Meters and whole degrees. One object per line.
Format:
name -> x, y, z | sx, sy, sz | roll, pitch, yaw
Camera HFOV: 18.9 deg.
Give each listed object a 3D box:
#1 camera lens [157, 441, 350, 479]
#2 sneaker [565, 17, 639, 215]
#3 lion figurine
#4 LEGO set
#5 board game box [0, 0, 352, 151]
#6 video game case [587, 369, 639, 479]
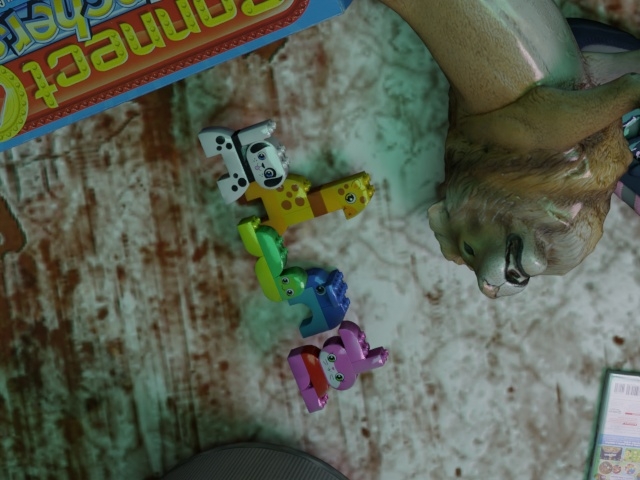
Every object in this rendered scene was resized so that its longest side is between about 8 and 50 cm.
camera lens -> -0.062, 0.276, 1.390 | 0.219, 0.274, 0.219 | 1, 97, 7
sneaker -> 0.282, -0.051, 1.433 | 0.319, 0.131, 0.112 | 35, 101, -11
lion figurine -> 0.113, -0.148, 1.323 | 0.240, 0.142, 0.392 | -14, 111, 44
LEGO set -> 0.000, 0.000, 1.439 | 0.093, 0.087, 0.227 | -18, 104, 14
board game box -> -0.172, -0.247, 1.333 | 0.308, 0.086, 0.302 | -21, 104, 15
video game case -> 0.262, 0.167, 1.543 | 0.087, 0.011, 0.122 | 7, 102, -7
